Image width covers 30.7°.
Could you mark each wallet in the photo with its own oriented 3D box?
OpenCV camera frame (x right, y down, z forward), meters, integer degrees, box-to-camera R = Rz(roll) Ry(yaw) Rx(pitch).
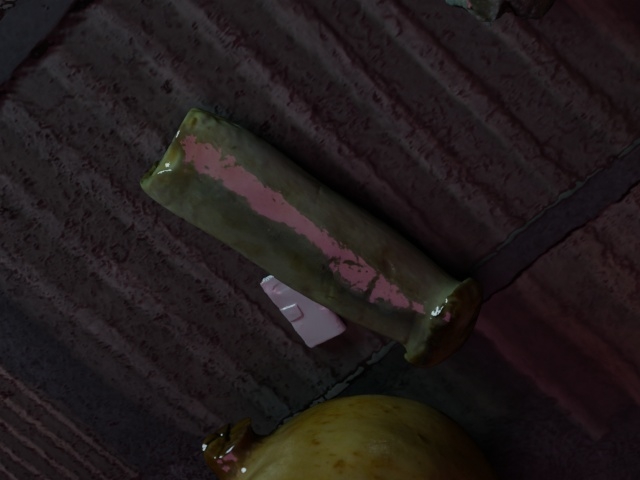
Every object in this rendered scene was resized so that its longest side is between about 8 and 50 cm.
[{"bbox_3d":[-0.015,0.058,1.063,0.044,0.011,0.083,-29,112,21],"label":"wallet"}]

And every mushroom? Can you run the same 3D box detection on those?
[{"bbox_3d":[0.000,0.000,0.994,0.312,0.081,0.100,33,114,-5],"label":"mushroom"}]

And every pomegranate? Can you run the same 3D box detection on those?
[{"bbox_3d":[0.035,0.281,1.037,0.307,0.307,0.307,3,119,6],"label":"pomegranate"}]

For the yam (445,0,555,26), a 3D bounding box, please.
[{"bbox_3d":[0.171,-0.273,0.816,0.093,0.093,0.259,22,119,-4],"label":"yam"}]
